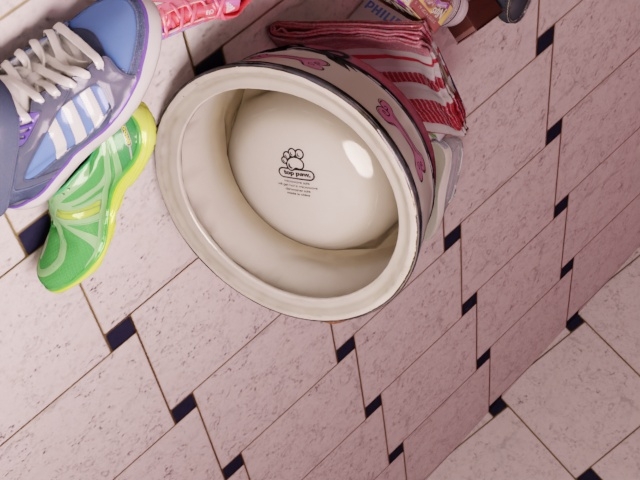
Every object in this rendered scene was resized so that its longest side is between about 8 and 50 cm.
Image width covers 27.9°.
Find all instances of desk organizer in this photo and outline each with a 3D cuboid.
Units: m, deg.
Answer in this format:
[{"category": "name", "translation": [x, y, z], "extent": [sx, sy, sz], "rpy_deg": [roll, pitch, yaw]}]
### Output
[{"category": "desk organizer", "translation": [0.263, -0.386, 2.210], "extent": [0.047, 0.050, 0.130], "rpy_deg": [-31, -174, 38]}]

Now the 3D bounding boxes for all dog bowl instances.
[{"category": "dog bowl", "translation": [-0.021, -0.092, 1.800], "extent": [0.150, 0.408, 0.408], "rpy_deg": [-50, 159, -46]}]

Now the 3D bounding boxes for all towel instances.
[{"category": "towel", "translation": [0.081, -0.237, 1.945], "extent": [0.329, 0.237, 0.037], "rpy_deg": [50, 47, -62]}]

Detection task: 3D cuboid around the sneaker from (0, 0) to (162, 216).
[{"category": "sneaker", "translation": [-0.339, -0.173, 1.473], "extent": [0.323, 0.130, 0.236], "rpy_deg": [-51, 157, 10]}]

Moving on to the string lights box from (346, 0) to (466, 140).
[{"category": "string lights box", "translation": [0.139, -0.275, 2.067], "extent": [0.077, 0.133, 0.259], "rpy_deg": [-49, 152, -4]}]

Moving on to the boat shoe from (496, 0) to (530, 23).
[{"category": "boat shoe", "translation": [0.365, -0.477, 2.226], "extent": [0.095, 0.079, 0.254], "rpy_deg": [-27, 144, -39]}]

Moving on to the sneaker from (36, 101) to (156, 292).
[{"category": "sneaker", "translation": [-0.320, -0.066, 1.688], "extent": [0.123, 0.109, 0.295], "rpy_deg": [10, 118, -34]}]

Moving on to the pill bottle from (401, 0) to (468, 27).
[{"category": "pill bottle", "translation": [0.173, -0.385, 2.042], "extent": [0.152, 0.086, 0.086], "rpy_deg": [5, 119, -59]}]

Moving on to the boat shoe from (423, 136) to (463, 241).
[{"category": "boat shoe", "translation": [0.230, -0.099, 2.471], "extent": [0.081, 0.079, 0.227], "rpy_deg": [-22, 137, -37]}]

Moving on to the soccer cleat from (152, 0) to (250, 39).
[{"category": "soccer cleat", "translation": [-0.158, -0.303, 1.631], "extent": [0.248, 0.095, 0.083], "rpy_deg": [-36, 148, -28]}]

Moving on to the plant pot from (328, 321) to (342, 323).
[{"category": "plant pot", "translation": [0.000, 0.000, 2.111], "extent": [0.291, 0.203, 0.291], "rpy_deg": [-35, 148, -27]}]

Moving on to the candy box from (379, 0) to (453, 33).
[{"category": "candy box", "translation": [0.089, -0.372, 1.822], "extent": [0.053, 0.187, 0.109], "rpy_deg": [-53, 153, 3]}]
